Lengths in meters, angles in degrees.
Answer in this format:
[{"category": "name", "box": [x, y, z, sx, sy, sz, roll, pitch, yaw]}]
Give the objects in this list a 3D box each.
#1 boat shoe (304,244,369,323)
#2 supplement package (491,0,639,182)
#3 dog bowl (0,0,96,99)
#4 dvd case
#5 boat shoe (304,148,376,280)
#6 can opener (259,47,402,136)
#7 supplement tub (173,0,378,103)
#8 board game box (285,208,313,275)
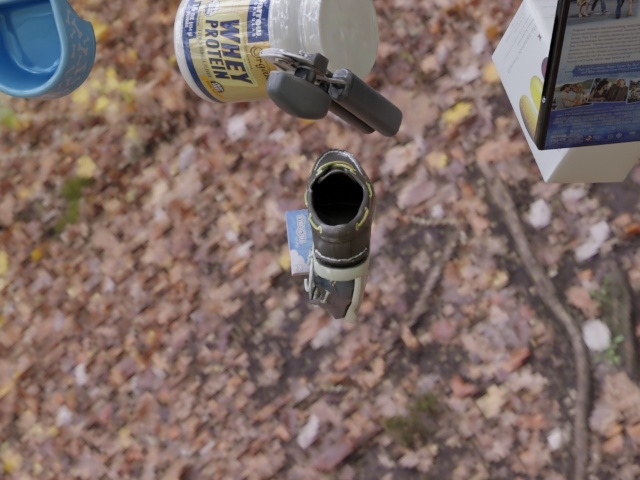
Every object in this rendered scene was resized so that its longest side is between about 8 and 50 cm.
[{"category": "boat shoe", "box": [0.022, 0.036, 1.639, 0.079, 0.254, 0.095, 13, 73, 4]}, {"category": "supplement package", "box": [0.363, -0.216, 1.823, 0.134, 0.139, 0.244, -2, 54, -22]}, {"category": "dog bowl", "box": [-0.409, -0.329, 1.719, 0.166, 0.297, 0.074, -8, 14, 13]}, {"category": "dvd case", "box": [0.328, -0.199, 1.347, 0.180, 0.253, 0.022, -6, 48, -5]}, {"category": "boat shoe", "box": [0.023, -0.047, 1.420, 0.081, 0.068, 0.227, -3, 34, 0]}, {"category": "can opener", "box": [0.011, -0.182, 1.712, 0.076, 0.283, 0.095, 11, 80, 34]}, {"category": "supplement tub", "box": [-0.078, -0.364, 2.283, 0.316, 0.228, 0.228, 0, 43, 34]}, {"category": "board game box", "box": [0.000, 0.000, 1.778, 0.090, 0.090, 0.020, -6, -12, -4]}]
